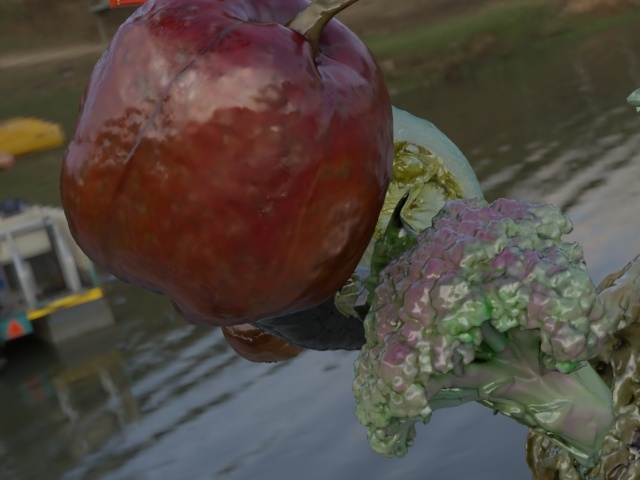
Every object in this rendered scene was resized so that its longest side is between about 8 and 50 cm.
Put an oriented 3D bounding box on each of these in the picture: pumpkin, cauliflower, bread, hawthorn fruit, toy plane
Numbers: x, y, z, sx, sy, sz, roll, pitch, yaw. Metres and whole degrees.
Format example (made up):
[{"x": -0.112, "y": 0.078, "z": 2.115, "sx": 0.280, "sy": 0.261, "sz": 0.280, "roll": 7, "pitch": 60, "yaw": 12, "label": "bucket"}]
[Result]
[{"x": 0.000, "y": 0.000, "z": 1.370, "sx": 0.197, "sy": 0.293, "sz": 0.263, "roll": -50, "pitch": 27, "yaw": 43, "label": "pumpkin"}, {"x": 0.162, "y": 0.091, "z": 1.123, "sx": 0.239, "sy": 0.315, "sz": 0.256, "roll": -40, "pitch": 11, "yaw": 28, "label": "cauliflower"}, {"x": -0.071, "y": 0.085, "z": 1.646, "sx": 0.044, "sy": 0.126, "sz": 0.129, "roll": 15, "pitch": -22, "yaw": -42, "label": "bread"}, {"x": 0.326, "y": 0.211, "z": 1.430, "sx": 0.191, "sy": 0.370, "sz": 0.314, "roll": 9, "pitch": 38, "yaw": 41, "label": "bread"}, {"x": -0.068, "y": -0.066, "z": 1.001, "sx": 0.258, "sy": 0.261, "sz": 0.258, "roll": -5, "pitch": 32, "yaw": 3, "label": "hawthorn fruit"}, {"x": 0.403, "y": -0.170, "z": 1.598, "sx": 0.083, "sy": 0.033, "sz": 0.080, "roll": -13, "pitch": -12, "yaw": 32, "label": "toy plane"}]

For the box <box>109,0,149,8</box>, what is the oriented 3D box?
[{"x": -0.171, "y": -0.371, "z": 1.422, "sx": 0.139, "sy": 0.245, "sz": 0.035, "roll": -8, "pitch": 2, "yaw": -24, "label": "box"}]
